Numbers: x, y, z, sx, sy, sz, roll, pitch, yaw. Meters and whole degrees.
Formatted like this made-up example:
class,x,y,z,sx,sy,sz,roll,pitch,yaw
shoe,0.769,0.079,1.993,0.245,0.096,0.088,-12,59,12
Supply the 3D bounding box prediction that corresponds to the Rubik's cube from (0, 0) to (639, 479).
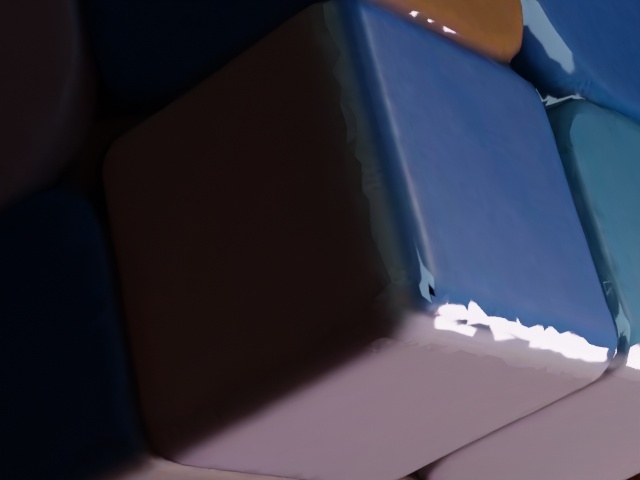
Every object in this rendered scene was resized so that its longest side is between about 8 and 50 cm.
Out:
class,x,y,z,sx,sy,sz,roll,pitch,yaw
Rubik's cube,-0.020,-0.021,0.758,0.344,0.347,0.347,16,51,-46
